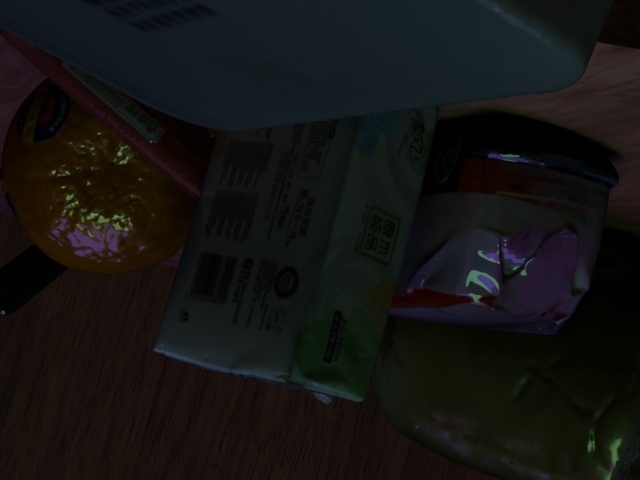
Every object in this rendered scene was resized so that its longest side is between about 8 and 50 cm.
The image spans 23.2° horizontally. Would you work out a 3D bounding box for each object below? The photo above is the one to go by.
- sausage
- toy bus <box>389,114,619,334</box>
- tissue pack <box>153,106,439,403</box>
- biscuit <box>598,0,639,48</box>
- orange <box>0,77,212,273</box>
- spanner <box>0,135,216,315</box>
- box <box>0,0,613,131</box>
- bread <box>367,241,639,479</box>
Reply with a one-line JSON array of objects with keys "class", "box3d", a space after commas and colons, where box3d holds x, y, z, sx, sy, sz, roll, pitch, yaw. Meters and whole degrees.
[{"class": "sausage", "box3d": [-0.157, -0.101, 1.203, 0.253, 0.034, 0.034, 40, 168, -8]}, {"class": "toy bus", "box3d": [0.113, -0.007, 1.231, 0.127, 0.147, 0.303, 13, 175, -19]}, {"class": "tissue pack", "box3d": [0.000, 0.000, 1.160, 0.145, 0.229, 0.159, 21, 170, -42]}, {"class": "biscuit", "box3d": [0.128, -0.131, 0.698, 0.212, 0.036, 0.212, 16, 172, 2]}, {"class": "orange", "box3d": [-0.175, -0.060, 1.292, 0.178, 0.177, 0.155, 16, 169, 0]}, {"class": "spanner", "box3d": [-0.195, -0.024, 1.386, 0.087, 0.316, 0.024, 33, 134, 16]}, {"class": "box", "box3d": [-0.108, -0.165, 0.654, 0.373, 0.090, 0.367, 28, 166, -27]}, {"class": "bread", "box3d": [0.196, 0.085, 1.461, 0.341, 0.210, 0.300, 19, -157, 32]}]
